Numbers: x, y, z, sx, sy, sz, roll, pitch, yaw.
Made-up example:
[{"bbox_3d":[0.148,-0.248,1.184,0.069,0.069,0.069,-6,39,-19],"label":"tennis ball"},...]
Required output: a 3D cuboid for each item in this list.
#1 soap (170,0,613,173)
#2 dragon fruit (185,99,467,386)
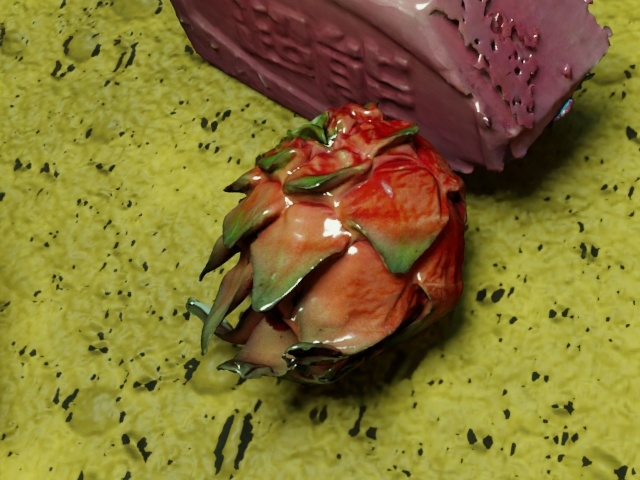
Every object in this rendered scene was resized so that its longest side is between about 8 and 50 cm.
[{"bbox_3d":[0.025,-0.130,0.652,0.250,0.162,0.099,31,69,31],"label":"soap"},{"bbox_3d":[0.005,0.003,0.596,0.121,0.130,0.142,39,104,27],"label":"dragon fruit"}]
